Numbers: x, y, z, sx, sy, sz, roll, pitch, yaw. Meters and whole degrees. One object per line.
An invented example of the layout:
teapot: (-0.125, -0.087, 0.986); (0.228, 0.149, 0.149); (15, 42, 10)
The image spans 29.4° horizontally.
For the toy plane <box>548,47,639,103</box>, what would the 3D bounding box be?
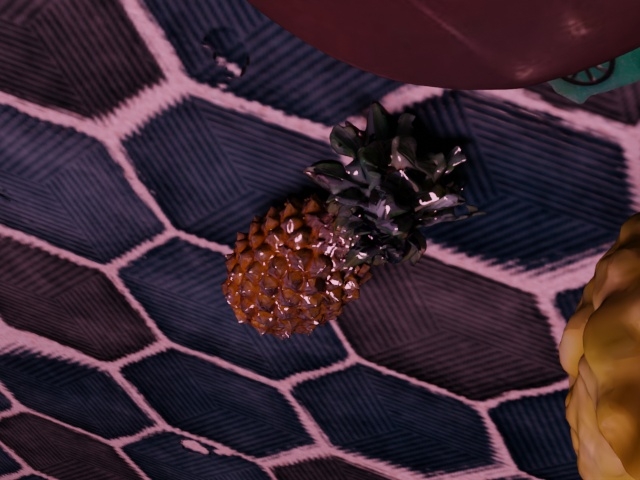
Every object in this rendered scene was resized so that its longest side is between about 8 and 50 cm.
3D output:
toy plane: (0.252, -0.100, 0.469); (0.382, 0.106, 0.155); (-7, 130, 37)

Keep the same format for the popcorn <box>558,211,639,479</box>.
popcorn: (0.256, 0.073, 0.578); (0.293, 0.293, 0.237); (1, 134, 29)

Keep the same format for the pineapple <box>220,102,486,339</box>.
pineapple: (0.000, -0.001, 0.756); (0.103, 0.083, 0.221); (33, 142, -16)

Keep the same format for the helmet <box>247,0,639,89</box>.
helmet: (0.032, -0.166, 0.346); (0.225, 0.177, 0.305); (-35, 137, 7)
